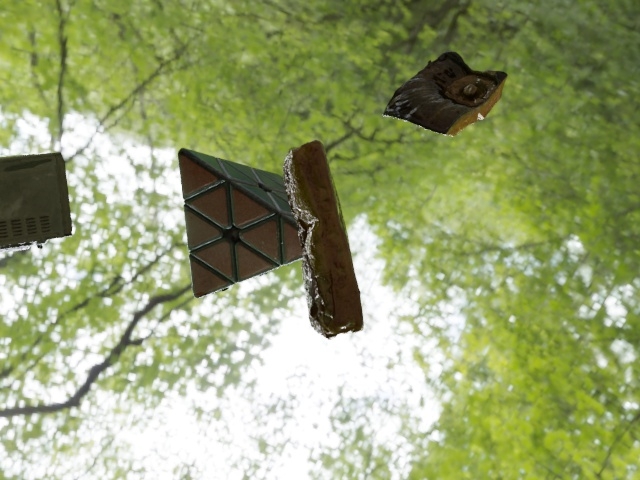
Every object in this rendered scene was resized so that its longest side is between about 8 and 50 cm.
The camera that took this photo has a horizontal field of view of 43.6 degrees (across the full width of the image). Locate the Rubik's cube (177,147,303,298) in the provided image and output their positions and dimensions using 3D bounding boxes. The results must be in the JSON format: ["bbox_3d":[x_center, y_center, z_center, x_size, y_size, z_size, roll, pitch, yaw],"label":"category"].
[{"bbox_3d":[-0.139,-0.040,1.492,0.228,0.228,0.233,-10,-104,-16],"label":"Rubik's cube"}]

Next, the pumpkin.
[{"bbox_3d":[0.103,-0.115,0.659,0.073,0.035,0.101,31,-123,33],"label":"pumpkin"}]

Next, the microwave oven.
[{"bbox_3d":[-0.442,-0.049,1.074,0.163,0.129,0.205,-12,-169,-35],"label":"microwave oven"}]

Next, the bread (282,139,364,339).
[{"bbox_3d":[0.002,0.000,1.110,0.077,0.271,0.139,-11,-179,0],"label":"bread"}]
